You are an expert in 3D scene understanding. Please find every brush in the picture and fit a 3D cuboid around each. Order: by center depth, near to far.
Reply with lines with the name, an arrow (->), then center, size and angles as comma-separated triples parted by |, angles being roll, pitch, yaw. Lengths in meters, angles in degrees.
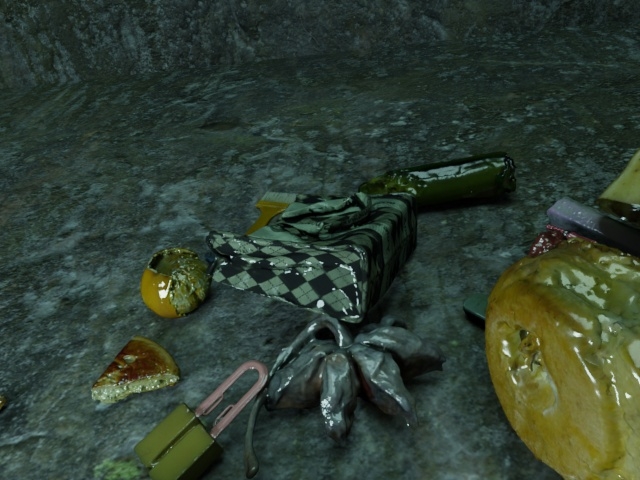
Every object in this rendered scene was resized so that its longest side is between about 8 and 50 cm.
brush -> -0.172, 0.281, 0.840 | 0.233, 0.047, 0.103 | -42, 47, -19
brush -> -0.150, -0.050, 1.374 | 0.103, 0.013, 0.272 | 6, 39, 21

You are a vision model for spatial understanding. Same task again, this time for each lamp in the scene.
lamp -> 0.511, 0.060, 0.991 | 0.118, 0.118, 0.253 | -25, 32, -22

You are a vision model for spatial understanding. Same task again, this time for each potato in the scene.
potato -> 0.697, -0.103, 1.019 | 0.285, 0.243, 0.243 | 21, 39, 0

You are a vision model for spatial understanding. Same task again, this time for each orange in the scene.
orange -> -0.304, 0.086, 1.117 | 0.156, 0.134, 0.157 | -13, 42, 12

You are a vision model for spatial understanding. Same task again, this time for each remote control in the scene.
remote control -> 0.361, 0.157, 0.953 | 0.222, 0.042, 0.072 | 25, 48, 37

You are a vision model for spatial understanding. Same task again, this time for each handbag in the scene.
handbag -> 0.000, 0.000, 1.041 | 0.316, 0.180, 0.416 | 6, 17, 19

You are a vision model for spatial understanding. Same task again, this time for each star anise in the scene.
star anise -> 0.043, 0.206, 0.864 | 0.315, 0.139, 0.359 | -11, 31, 12

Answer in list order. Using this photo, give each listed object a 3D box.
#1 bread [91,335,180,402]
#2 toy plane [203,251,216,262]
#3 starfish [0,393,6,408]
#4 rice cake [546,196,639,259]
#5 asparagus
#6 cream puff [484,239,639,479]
bread -> -0.338, 0.229, 0.987 | 0.154, 0.054, 0.136 | -10, 36, -11
toy plane -> -0.181, 0.044, 1.193 | 0.246, 0.078, 0.169 | 19, 16, 38
starfish -> -0.637, 0.312, 0.898 | 0.146, 0.074, 0.190 | 24, 22, 18
rice cake -> 0.631, 0.010, 1.081 | 0.070, 0.064, 0.399 | -34, 42, -16
asparagus -> 0.286, -0.139, 1.330 | 0.381, 0.108, 0.128 | -9, 36, 2
cream puff -> 0.379, 0.156, 0.708 | 0.231, 0.327, 0.343 | -14, -5, -13
